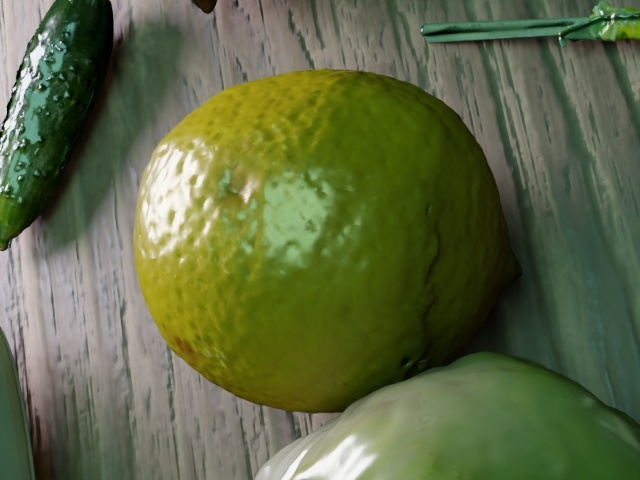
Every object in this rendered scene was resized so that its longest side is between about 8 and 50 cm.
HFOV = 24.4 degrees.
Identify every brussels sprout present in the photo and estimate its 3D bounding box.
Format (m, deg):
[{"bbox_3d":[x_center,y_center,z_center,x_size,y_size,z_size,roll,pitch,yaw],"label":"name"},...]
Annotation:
[{"bbox_3d":[0.098,0.204,0.869,0.316,0.243,0.273,44,121,31],"label":"brussels sprout"}]

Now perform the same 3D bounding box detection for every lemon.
[{"bbox_3d":[-0.008,0.001,0.975,0.253,0.228,0.228,-5,73,23],"label":"lemon"}]

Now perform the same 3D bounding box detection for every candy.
[{"bbox_3d":[0.188,-0.149,1.029,0.262,0.073,0.077,2,57,33],"label":"candy"}]

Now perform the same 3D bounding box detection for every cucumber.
[{"bbox_3d":[-0.222,-0.099,1.200,0.069,0.069,0.227,19,87,29],"label":"cucumber"}]

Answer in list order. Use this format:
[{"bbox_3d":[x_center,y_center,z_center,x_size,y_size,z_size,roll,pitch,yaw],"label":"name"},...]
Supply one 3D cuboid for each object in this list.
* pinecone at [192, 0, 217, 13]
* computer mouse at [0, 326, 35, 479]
[{"bbox_3d":[-0.049,-0.317,1.102,0.244,0.244,0.309,31,105,29],"label":"pinecone"},{"bbox_3d":[-0.284,0.184,1.126,0.159,0.097,0.288,-18,79,18],"label":"computer mouse"}]
